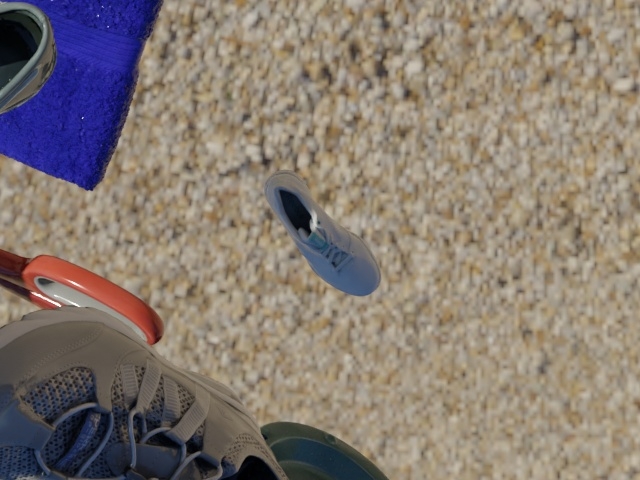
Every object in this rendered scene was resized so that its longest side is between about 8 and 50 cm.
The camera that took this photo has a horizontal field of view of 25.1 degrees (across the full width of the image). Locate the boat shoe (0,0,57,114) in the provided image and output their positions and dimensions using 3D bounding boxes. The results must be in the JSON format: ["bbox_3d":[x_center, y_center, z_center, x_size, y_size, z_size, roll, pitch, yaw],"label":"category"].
[{"bbox_3d":[-0.347,-0.102,1.120,0.116,0.319,0.099,61,156,-4],"label":"boat shoe"}]

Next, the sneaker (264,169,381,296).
[{"bbox_3d":[0.000,0.000,1.928,0.080,0.094,0.212,-43,99,5],"label":"sneaker"}]

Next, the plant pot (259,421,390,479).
[{"bbox_3d":[-0.039,0.275,1.179,0.293,0.293,0.196,26,116,-22],"label":"plant pot"}]

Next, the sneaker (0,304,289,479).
[{"bbox_3d":[-0.101,0.117,0.836,0.281,0.115,0.105,22,103,-54],"label":"sneaker"}]

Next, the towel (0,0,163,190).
[{"bbox_3d":[-0.292,-0.213,1.483,0.227,0.076,0.308,24,123,1],"label":"towel"}]

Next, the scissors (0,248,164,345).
[{"bbox_3d":[-0.235,0.008,0.998,0.297,0.021,0.109,28,156,11],"label":"scissors"}]
